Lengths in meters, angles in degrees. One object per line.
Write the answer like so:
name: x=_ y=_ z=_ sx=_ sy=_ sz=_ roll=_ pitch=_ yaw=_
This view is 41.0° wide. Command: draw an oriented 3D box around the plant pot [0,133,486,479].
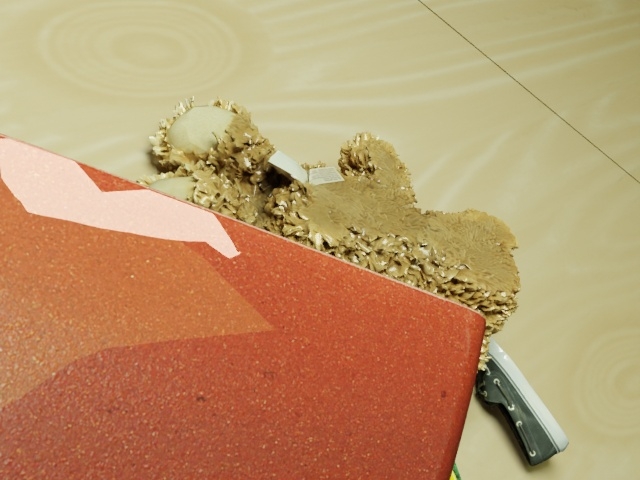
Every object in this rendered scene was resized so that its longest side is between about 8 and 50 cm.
plant pot: x=-0.103 y=0.143 z=0.430 sx=0.267 sy=0.267 sz=0.235 roll=20 pitch=60 yaw=-24

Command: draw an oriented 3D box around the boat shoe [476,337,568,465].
boat shoe: x=0.166 y=0.138 z=0.778 sx=0.040 sy=0.049 sz=0.142 roll=-34 pitch=74 yaw=-8

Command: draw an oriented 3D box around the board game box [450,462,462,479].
board game box: x=0.064 y=0.225 z=0.647 sx=0.136 sy=0.030 sz=0.259 roll=3 pitch=57 yaw=-38

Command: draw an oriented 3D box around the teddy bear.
teddy bear: x=0.000 y=0.000 z=0.728 sx=0.338 sy=0.113 sz=0.245 roll=10 pitch=46 yaw=-22
